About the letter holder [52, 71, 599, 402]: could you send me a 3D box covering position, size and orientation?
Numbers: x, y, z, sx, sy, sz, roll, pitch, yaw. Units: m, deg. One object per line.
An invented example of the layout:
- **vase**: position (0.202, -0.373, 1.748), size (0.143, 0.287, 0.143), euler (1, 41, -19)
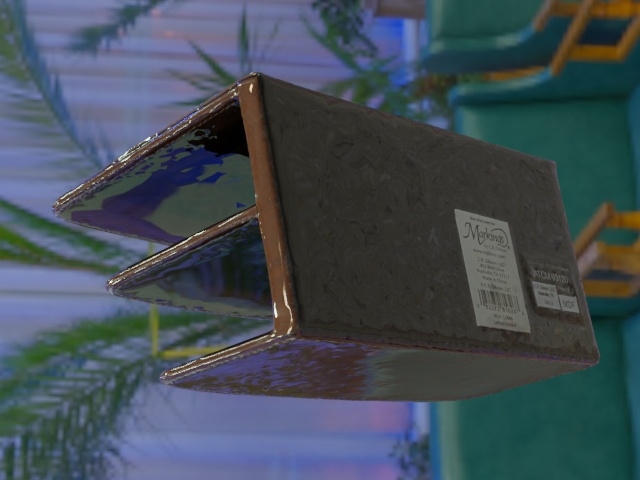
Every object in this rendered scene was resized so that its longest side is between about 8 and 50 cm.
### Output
- **letter holder**: position (0.001, 0.029, 0.854), size (0.214, 0.302, 0.152), euler (-24, 67, 37)
